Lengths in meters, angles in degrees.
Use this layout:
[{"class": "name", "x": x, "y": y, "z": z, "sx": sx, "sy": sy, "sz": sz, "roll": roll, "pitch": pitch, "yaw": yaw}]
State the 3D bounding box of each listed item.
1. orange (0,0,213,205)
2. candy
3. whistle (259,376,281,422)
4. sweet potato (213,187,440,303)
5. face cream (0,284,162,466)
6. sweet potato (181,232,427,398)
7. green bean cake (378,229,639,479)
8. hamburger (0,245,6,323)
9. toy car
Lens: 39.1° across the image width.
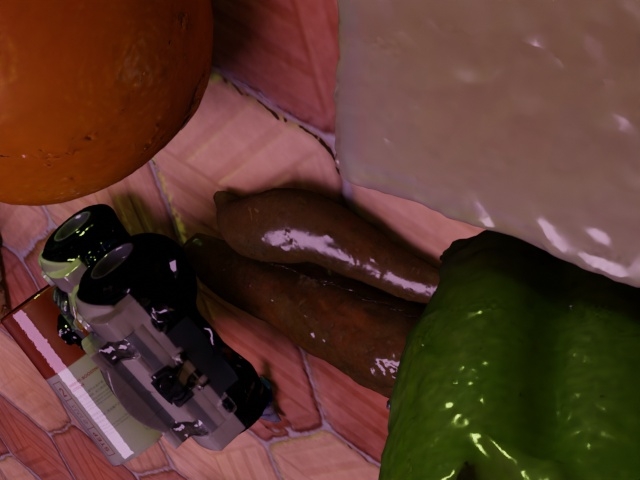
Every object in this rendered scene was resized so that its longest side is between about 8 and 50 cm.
[{"class": "orange", "x": -0.189, "y": -0.146, "z": 0.579, "sx": 0.246, "sy": 0.246, "sz": 0.246, "roll": 27, "pitch": 139, "yaw": 26}, {"class": "candy", "x": 0.164, "y": -0.077, "z": 0.370, "sx": 0.321, "sy": 0.135, "sz": 0.179, "roll": 22, "pitch": 136, "yaw": 29}, {"class": "whistle", "x": -0.059, "y": 0.156, "z": 0.899, "sx": 0.033, "sy": 0.029, "sz": 0.083, "roll": 16, "pitch": 144, "yaw": 24}, {"class": "sweet potato", "x": 0.001, "y": -0.001, "z": 0.672, "sx": 0.250, "sy": 0.059, "sz": 0.069, "roll": 16, "pitch": 151, "yaw": 30}, {"class": "face cream", "x": -0.267, "y": 0.149, "z": 1.049, "sx": 0.096, "sy": 0.096, "sz": 0.214, "roll": -22, "pitch": 106, "yaw": 52}, {"class": "sweet potato", "x": -0.004, "y": 0.053, "z": 0.716, "sx": 0.273, "sy": 0.075, "sz": 0.075, "roll": 23, "pitch": 138, "yaw": 34}, {"class": "green bean cake", "x": 0.186, "y": 0.175, "z": 0.463, "sx": 0.335, "sy": 0.218, "sz": 0.319, "roll": 7, "pitch": 128, "yaw": 14}, {"class": "hamburger", "x": -0.523, "y": 0.006, "z": 1.124, "sx": 0.209, "sy": 0.162, "sz": 0.330, "roll": 33, "pitch": 146, "yaw": 16}, {"class": "toy car", "x": -0.164, "y": 0.078, "z": 0.819, "sx": 0.193, "sy": 0.118, "sz": 0.301, "roll": 55, "pitch": 162, "yaw": -27}]
